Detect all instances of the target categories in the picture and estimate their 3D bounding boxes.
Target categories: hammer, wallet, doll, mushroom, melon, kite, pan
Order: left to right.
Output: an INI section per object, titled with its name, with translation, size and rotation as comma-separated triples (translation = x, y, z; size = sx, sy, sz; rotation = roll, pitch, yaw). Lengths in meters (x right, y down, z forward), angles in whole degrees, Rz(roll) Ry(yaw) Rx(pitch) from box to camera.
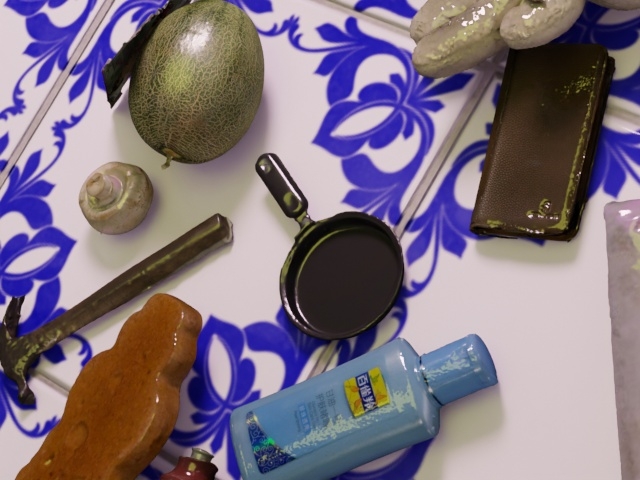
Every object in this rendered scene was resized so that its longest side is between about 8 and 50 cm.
[mushroom]
translation = -0.221, -0.047, 1.786
size = 0.084, 0.067, 0.083
rotation = -13, 65, 31
[hammer]
translation = -0.218, 0.058, 1.764
size = 0.297, 0.027, 0.125
rotation = -30, 63, 14
[kite]
translation = -0.176, -0.232, 1.785
size = 0.267, 0.013, 0.323
rotation = -53, 2, 42
[melon]
translation = -0.130, -0.159, 1.743
size = 0.139, 0.139, 0.192
rotation = 10, 74, 31
[pan]
translation = 0.000, 0.000, 1.670
size = 0.136, 0.028, 0.235
rotation = -37, 60, 8
[doll]
translation = 0.202, -0.253, 1.599
size = 0.278, 0.149, 0.175
rotation = -30, 58, 15
[wallet]
translation = 0.212, -0.096, 1.597
size = 0.110, 0.031, 0.198
rotation = 6, 73, 29

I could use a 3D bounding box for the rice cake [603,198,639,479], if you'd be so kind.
[rice cake]
translation = 0.289, 0.140, 1.434
size = 0.070, 0.064, 0.399
rotation = -9, 65, 18

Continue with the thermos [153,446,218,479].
[thermos]
translation = -0.156, 0.307, 1.586
size = 0.124, 0.099, 0.232
rotation = -7, 59, 62

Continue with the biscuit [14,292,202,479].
[biscuit]
translation = -0.209, 0.190, 1.669
size = 0.295, 0.044, 0.186
rotation = -57, 37, -2

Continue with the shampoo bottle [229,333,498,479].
[shampoo bottle]
translation = 0.041, 0.158, 1.561
size = 0.258, 0.061, 0.103
rotation = -25, 61, 16
